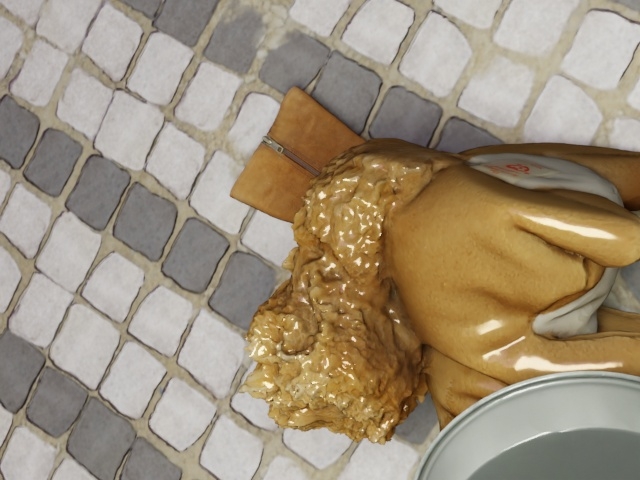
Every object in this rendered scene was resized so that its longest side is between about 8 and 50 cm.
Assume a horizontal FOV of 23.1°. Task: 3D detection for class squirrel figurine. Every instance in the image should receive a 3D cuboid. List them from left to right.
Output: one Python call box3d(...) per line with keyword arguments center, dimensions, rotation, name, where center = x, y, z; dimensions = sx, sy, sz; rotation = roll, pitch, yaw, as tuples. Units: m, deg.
box3d(center=(0.132, 0.105, 1.487), dimensions=(0.397, 0.281, 0.370), rotation=(8, 108, 7), name="squirrel figurine")

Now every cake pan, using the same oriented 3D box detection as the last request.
box3d(center=(0.225, 0.245, 1.371), dimensions=(0.293, 0.293, 0.054), rotation=(-38, 24, 21), name="cake pan")

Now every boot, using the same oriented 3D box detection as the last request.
box3d(center=(0.000, 0.000, 1.681), dimensions=(0.280, 0.096, 0.264), rotation=(31, 100, 31), name="boot")
